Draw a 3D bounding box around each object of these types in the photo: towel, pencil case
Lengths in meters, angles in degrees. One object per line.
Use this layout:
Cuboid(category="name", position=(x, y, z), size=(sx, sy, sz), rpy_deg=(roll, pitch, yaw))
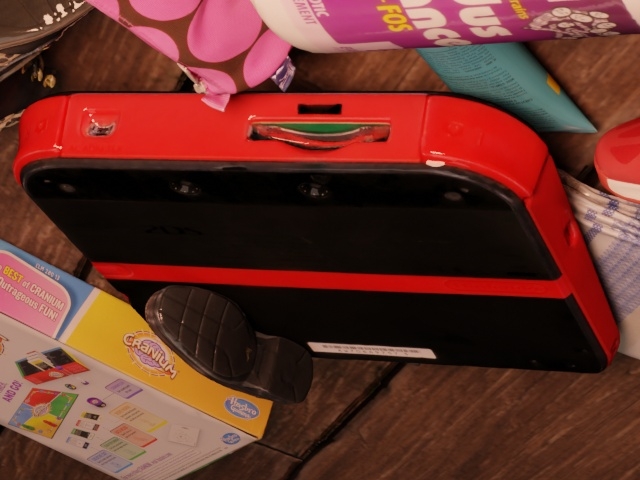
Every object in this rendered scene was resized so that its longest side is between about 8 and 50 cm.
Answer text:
Cuboid(category="towel", position=(0.183, 0.012, 1.386), size=(0.285, 0.034, 0.209), rpy_deg=(21, 155, -4))
Cuboid(category="pencil case", position=(-0.101, -0.162, 1.131), size=(0.209, 0.098, 0.095), rpy_deg=(32, -175, -43))

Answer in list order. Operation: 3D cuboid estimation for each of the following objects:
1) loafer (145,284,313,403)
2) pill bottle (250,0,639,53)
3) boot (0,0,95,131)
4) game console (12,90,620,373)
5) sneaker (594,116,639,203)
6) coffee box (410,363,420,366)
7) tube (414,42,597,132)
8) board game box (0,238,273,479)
Cuboid(category="loafer", position=(-0.080, 0.083, 1.443), size=(0.061, 0.062, 0.170), rpy_deg=(-3, 151, 41))
Cuboid(category="pill bottle", position=(0.115, -0.184, 0.949), size=(0.301, 0.169, 0.169), rpy_deg=(-1, 146, 29))
Cuboid(category="boot", position=(-0.207, -0.144, 1.268), size=(0.236, 0.085, 0.178), rpy_deg=(-29, 172, 9))
Cuboid(category="game console", position=(0.000, 0.000, 1.365), size=(0.386, 0.060, 0.342), rpy_deg=(2, 155, 22))
Cuboid(category="sneaker", position=(0.251, -0.100, 1.137), size=(0.221, 0.087, 0.128), rpy_deg=(-13, 129, 29))
Cuboid(category="coffee box", position=(0.005, 0.041, 1.520), size=(0.184, 0.040, 0.113), rpy_deg=(16, 151, 0))
Cuboid(category="tube", position=(0.099, -0.117, 1.200), size=(0.080, 0.052, 0.207), rpy_deg=(6, 156, 36))
Cuboid(category="board game box", position=(-0.233, 0.121, 1.755), size=(0.316, 0.064, 0.242), rpy_deg=(29, 149, -20))
